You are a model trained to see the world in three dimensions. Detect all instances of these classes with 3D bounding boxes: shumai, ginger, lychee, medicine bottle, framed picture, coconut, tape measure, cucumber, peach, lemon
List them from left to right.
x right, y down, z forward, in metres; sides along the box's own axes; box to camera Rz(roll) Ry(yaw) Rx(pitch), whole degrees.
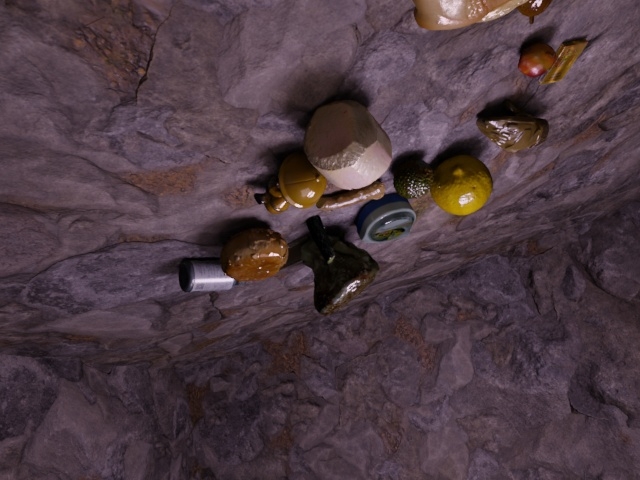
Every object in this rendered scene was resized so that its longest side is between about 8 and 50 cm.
[{"bbox_3d":[-0.481,0.160,1.867,0.294,0.141,0.141,2,148,-39],"label":"medicine bottle"},{"bbox_3d":[-0.159,0.077,2.078,0.315,0.024,0.232,-24,156,13],"label":"framed picture"},{"bbox_3d":[-0.002,0.000,1.792,0.062,0.211,0.078,-11,157,-22],"label":"cucumber"},{"bbox_3d":[0.059,0.133,1.942,0.395,0.348,0.395,-39,171,-8],"label":"shumai"},{"bbox_3d":[0.087,-0.280,1.247,0.239,0.239,0.244,-29,153,21],"label":"coconut"},{"bbox_3d":[0.125,-0.180,1.685,0.299,0.065,0.118,-14,152,-5],"label":"ginger"},{"bbox_3d":[0.313,-0.097,1.912,0.260,0.138,0.262,-13,156,-16],"label":"tape measure"},{"bbox_3d":[0.362,-0.237,1.624,0.171,0.171,0.171,-16,156,-7],"label":"lychee"},{"bbox_3d":[0.582,-0.229,1.703,0.268,0.267,0.267,-16,156,-7],"label":"lemon"},{"bbox_3d":[0.655,-0.551,1.246,0.101,0.100,0.100,-16,156,-7],"label":"peach"}]

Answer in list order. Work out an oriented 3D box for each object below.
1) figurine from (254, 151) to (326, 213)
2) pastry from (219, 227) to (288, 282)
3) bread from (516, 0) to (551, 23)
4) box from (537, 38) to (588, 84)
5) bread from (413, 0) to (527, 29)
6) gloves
[{"bbox_3d":[-0.090,-0.179,1.403,0.192,0.167,0.257,-13,162,-47],"label":"figurine"},{"bbox_3d":[-0.280,0.046,1.718,0.285,0.184,0.315,-4,155,-23],"label":"pastry"},{"bbox_3d":[0.517,-0.635,0.968,0.124,0.083,0.344,-26,156,16],"label":"bread"},{"bbox_3d":[0.797,-0.587,1.354,0.089,0.022,0.156,-15,156,-11],"label":"box"},{"bbox_3d":[0.316,-0.575,0.813,0.316,0.211,0.270,-18,164,27],"label":"bread"},{"bbox_3d":[0.726,-0.413,1.530,0.331,0.141,0.154,-3,153,-33],"label":"gloves"}]
